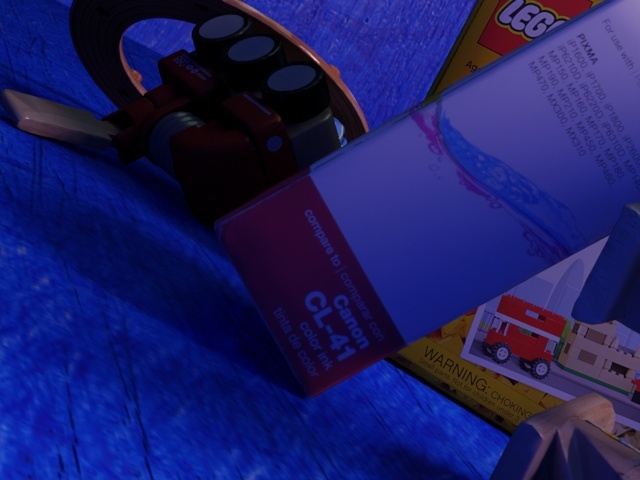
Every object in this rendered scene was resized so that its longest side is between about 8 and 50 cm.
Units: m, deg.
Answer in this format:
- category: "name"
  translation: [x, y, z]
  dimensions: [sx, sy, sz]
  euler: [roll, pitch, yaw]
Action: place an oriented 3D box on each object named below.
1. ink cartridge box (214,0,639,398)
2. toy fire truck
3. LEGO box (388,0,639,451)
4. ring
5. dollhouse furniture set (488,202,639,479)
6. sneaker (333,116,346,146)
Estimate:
- category: "ink cartridge box"
  translation: [0.103, -0.036, 1.165]
  dimensions: [0.131, 0.306, 0.226]
  euler: [63, 7, 0]
- category: "toy fire truck"
  translation: [-0.130, -0.095, 1.588]
  dimensions: [0.217, 0.246, 0.158]
  euler: [41, -27, 51]
- category: "LEGO box"
  translation: [0.310, 0.019, 1.367]
  dimensions: [0.500, 0.372, 0.193]
  euler: [30, 7, 22]
- category: "ring"
  translation: [-0.098, -0.158, 1.824]
  dimensions: [0.336, 0.032, 0.336]
  euler: [22, -26, 11]
- category: "dollhouse furniture set"
  translation: [0.351, 0.068, 0.975]
  dimensions: [0.362, 0.394, 0.256]
  euler: [30, 16, 24]
- category: "sneaker"
  translation: [-0.021, -0.060, 1.695]
  dimensions: [0.091, 0.126, 0.240]
  euler: [25, 7, -25]
